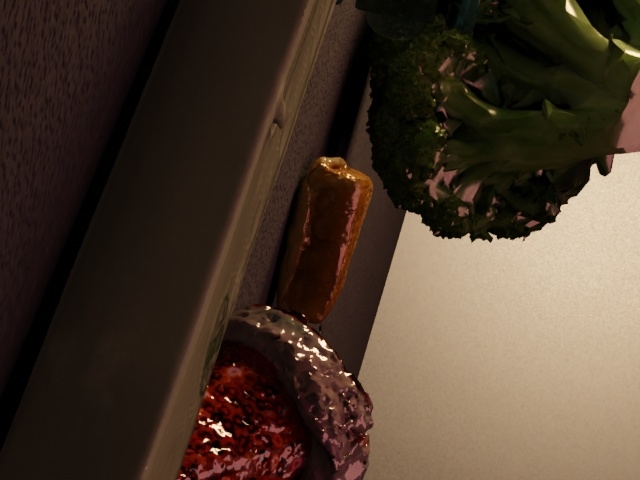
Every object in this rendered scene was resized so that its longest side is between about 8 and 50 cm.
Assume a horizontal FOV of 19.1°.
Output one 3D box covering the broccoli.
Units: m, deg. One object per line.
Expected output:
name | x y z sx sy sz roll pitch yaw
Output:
broccoli | 0.198 -0.176 1.718 0.310 0.413 0.321 -25 -100 53

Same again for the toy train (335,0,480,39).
toy train | 0.062 -0.227 1.140 0.203 0.112 0.163 103 -1 -48

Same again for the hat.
hat | -0.069 0.116 0.933 0.140 0.129 0.227 -58 164 24

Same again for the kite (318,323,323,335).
kite | -0.041 0.235 1.588 0.406 0.014 0.368 -89 -166 -73

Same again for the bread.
bread | 0.000 0.000 1.489 0.074 0.053 0.132 -34 140 -76

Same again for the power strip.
power strip | -0.058 -0.004 0.773 0.091 0.062 0.385 98 8 -59
